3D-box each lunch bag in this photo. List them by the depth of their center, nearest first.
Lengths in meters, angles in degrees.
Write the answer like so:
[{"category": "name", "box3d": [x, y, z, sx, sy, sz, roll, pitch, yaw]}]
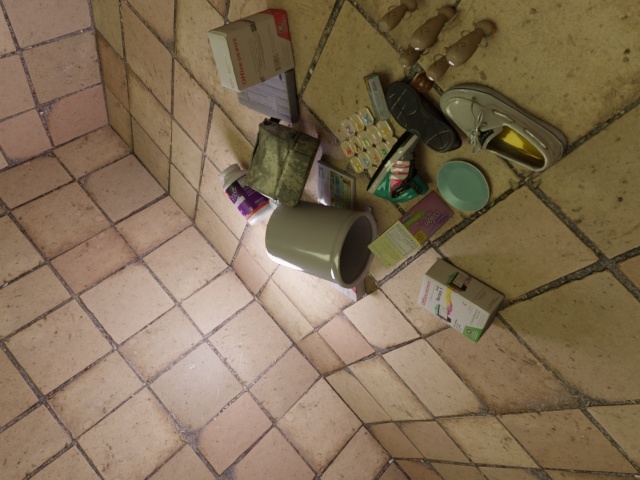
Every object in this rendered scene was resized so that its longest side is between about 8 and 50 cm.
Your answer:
[{"category": "lunch bag", "box3d": [-0.165, -0.325, 1.811, 0.256, 0.212, 0.304, 20, 120, -5]}]

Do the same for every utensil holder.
[{"category": "utensil holder", "box3d": [0.000, 0.000, 1.888, 0.386, 0.327, 0.327, 15, 135, 30]}]

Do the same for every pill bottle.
[{"category": "pill bottle", "box3d": [-0.405, -0.256, 2.383, 0.322, 0.182, 0.181, 51, 150, 1]}]

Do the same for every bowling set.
[{"category": "bowling set", "box3d": [0.304, -0.527, 1.194, 0.287, 0.154, 0.199, 39, 166, 19]}]

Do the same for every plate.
[{"category": "plate", "box3d": [0.467, -0.179, 1.425, 0.188, 0.024, 0.188, 34, 145, 29]}]

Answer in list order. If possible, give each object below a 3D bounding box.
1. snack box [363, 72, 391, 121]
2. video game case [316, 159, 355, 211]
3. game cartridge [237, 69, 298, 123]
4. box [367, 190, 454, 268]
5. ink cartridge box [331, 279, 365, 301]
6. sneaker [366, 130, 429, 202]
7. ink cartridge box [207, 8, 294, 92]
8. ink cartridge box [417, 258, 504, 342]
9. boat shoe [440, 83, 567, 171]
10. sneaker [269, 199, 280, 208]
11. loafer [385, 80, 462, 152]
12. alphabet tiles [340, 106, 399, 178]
[{"category": "snack box", "box3d": [0.185, -0.471, 1.435, 0.100, 0.037, 0.141, -99, -14, -64]}, {"category": "video game case", "box3d": [0.068, -0.223, 1.927, 0.206, 0.026, 0.226, 33, 144, 30]}, {"category": "game cartridge", "box3d": [-0.237, -0.646, 1.861, 0.355, 0.068, 0.230, 30, 148, 33]}, {"category": "box", "box3d": [0.323, -0.035, 1.586, 0.117, 0.214, 0.243, 50, 150, 4]}, {"category": "ink cartridge box", "box3d": [0.140, 0.214, 2.248, 0.175, 0.072, 0.127, 29, 144, 34]}, {"category": "sneaker", "box3d": [0.307, -0.239, 1.488, 0.179, 0.123, 0.295, 30, 127, -8]}, {"category": "ink cartridge box", "box3d": [-0.246, -0.695, 1.590, 0.117, 0.283, 0.207, 28, 142, 36]}, {"category": "ink cartridge box", "box3d": [0.530, 0.229, 1.684, 0.278, 0.117, 0.201, 34, 146, 29]}, {"category": "boat shoe", "box3d": [0.458, -0.293, 1.181, 0.367, 0.157, 0.135, 39, 148, 20]}, {"category": "sneaker", "box3d": [-0.163, -0.187, 2.202, 0.283, 0.110, 0.122, 32, 141, 30]}, {"category": "loafer", "box3d": [0.317, -0.377, 1.349, 0.302, 0.095, 0.109, 55, 129, 26]}, {"category": "alphabet tiles", "box3d": [0.187, -0.348, 1.632, 0.284, 0.021, 0.277, -14, 111, 57]}]
